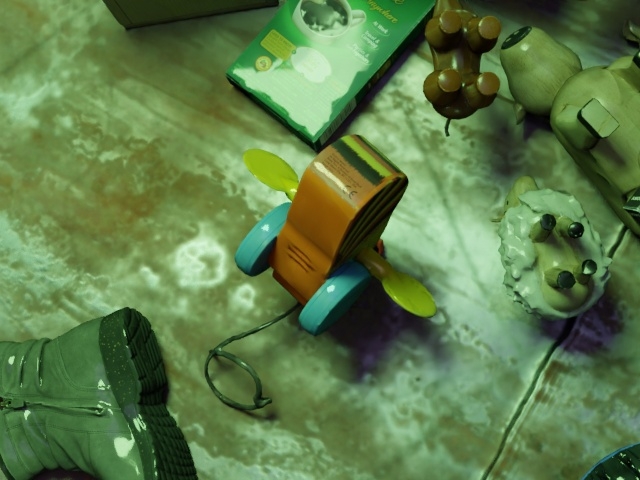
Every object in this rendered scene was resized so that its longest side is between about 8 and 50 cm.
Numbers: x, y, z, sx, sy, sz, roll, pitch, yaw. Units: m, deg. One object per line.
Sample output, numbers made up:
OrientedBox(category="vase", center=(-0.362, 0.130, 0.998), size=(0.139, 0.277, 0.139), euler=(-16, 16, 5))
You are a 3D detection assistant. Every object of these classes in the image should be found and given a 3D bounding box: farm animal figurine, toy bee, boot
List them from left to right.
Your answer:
OrientedBox(category="boot", center=(-0.205, 0.190, 1.085), size=(0.161, 0.083, 0.246), euler=(-19, 77, 15))
OrientedBox(category="toy bee", center=(0.000, 0.000, 1.039), size=(0.162, 0.298, 0.195), euler=(-39, 97, -41))
OrientedBox(category="farm animal figurine", center=(0.248, -0.136, 1.048), size=(0.330, 0.172, 0.326), euler=(-25, 89, -6))

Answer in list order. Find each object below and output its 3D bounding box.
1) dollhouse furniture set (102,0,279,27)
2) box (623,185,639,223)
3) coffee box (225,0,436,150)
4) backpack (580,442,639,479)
OrientedBox(category="dollhouse furniture set", center=(-0.154, -0.429, 1.100), size=(0.362, 0.256, 0.394), euler=(-8, 78, 5))
OrientedBox(category="box", center=(0.325, -0.049, 0.949), size=(0.116, 0.029, 0.162), euler=(41, 83, -13))
OrientedBox(category="coffee box", center=(0.014, -0.186, 1.140), size=(0.113, 0.040, 0.184), euler=(38, 86, 12))
OrientedBox(category="backpack", center=(0.261, 0.230, 0.995), size=(0.098, 0.101, 0.120), euler=(-33, 73, -2))
